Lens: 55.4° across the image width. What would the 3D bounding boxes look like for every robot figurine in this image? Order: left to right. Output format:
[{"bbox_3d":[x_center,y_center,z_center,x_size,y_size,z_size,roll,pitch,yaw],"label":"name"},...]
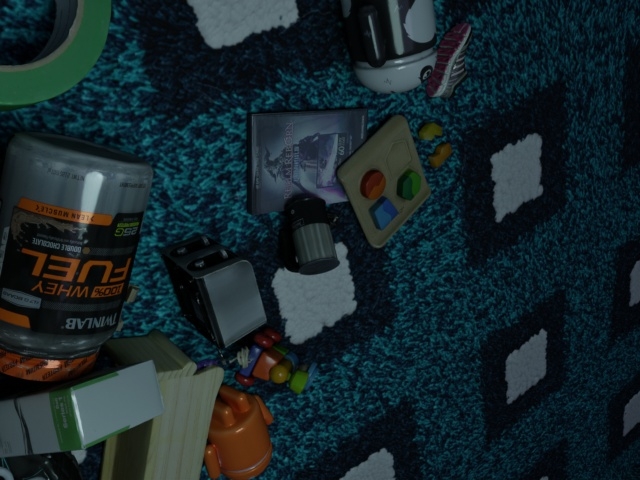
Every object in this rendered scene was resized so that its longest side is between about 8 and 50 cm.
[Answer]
[{"bbox_3d":[-0.170,0.405,1.269,0.128,0.158,0.219,-10,117,5],"label":"robot figurine"},{"bbox_3d":[0.132,-0.418,1.145,0.209,0.173,0.278,-23,119,-19],"label":"robot figurine"}]

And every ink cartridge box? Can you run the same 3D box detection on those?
[{"bbox_3d":[-0.382,0.261,0.947,0.160,0.219,0.093,-9,85,-60],"label":"ink cartridge box"}]

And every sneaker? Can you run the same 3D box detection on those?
[{"bbox_3d":[-0.507,0.389,1.056,0.106,0.101,0.267,-27,120,-5],"label":"sneaker"},{"bbox_3d":[0.296,-0.391,1.349,0.075,0.063,0.170,12,105,-38],"label":"sneaker"}]

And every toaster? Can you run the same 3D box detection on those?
[{"bbox_3d":[-0.194,0.095,1.108,0.110,0.168,0.186,-27,120,-26],"label":"toaster"}]

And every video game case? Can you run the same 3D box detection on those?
[{"bbox_3d":[-0.022,-0.164,1.228,0.274,0.026,0.196,-11,113,-33],"label":"video game case"}]

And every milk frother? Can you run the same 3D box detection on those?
[{"bbox_3d":[0.000,0.000,1.227,0.143,0.129,0.135,-1,67,-29],"label":"milk frother"}]

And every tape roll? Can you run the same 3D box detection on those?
[{"bbox_3d":[-0.431,-0.329,0.772,0.321,0.077,0.321,-1,92,-46],"label":"tape roll"}]

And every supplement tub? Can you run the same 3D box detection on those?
[{"bbox_3d":[-0.387,0.022,0.915,0.207,0.207,0.338,8,103,-38],"label":"supplement tub"}]

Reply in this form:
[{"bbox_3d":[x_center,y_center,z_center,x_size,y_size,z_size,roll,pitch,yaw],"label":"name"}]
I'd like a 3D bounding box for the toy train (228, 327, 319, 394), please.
[{"bbox_3d":[-0.087,0.255,1.188,0.105,0.143,0.248,-64,173,1],"label":"toy train"}]

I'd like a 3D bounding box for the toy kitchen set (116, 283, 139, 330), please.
[{"bbox_3d":[-0.343,0.105,1.062,0.068,0.075,0.083,20,99,-40],"label":"toy kitchen set"}]

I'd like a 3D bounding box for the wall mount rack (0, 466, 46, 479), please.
[{"bbox_3d":[-0.566,0.518,0.947,0.304,0.130,0.350,-17,139,-36],"label":"wall mount rack"}]

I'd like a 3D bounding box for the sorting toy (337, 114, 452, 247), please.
[{"bbox_3d":[0.183,-0.156,1.348,0.307,0.041,0.229,-46,130,-19],"label":"sorting toy"}]

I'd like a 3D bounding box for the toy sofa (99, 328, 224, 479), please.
[{"bbox_3d":[-0.315,0.361,1.134,0.177,0.150,0.362,0,107,-41],"label":"toy sofa"}]
